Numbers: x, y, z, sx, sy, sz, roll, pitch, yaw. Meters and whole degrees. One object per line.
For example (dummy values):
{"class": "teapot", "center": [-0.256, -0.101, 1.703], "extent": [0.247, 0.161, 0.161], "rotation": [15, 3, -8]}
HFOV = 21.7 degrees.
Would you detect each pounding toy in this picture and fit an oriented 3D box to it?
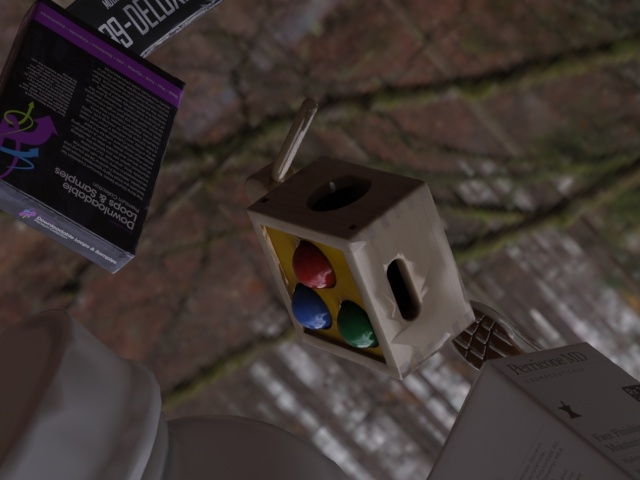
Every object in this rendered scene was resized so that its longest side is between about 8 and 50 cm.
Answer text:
{"class": "pounding toy", "center": [-0.007, -0.009, 1.277], "extent": [0.094, 0.181, 0.206], "rotation": [-37, -149, -26]}

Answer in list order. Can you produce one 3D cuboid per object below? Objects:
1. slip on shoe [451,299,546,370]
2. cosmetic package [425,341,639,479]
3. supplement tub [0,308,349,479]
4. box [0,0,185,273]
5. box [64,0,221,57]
{"class": "slip on shoe", "center": [0.163, 0.094, 1.466], "extent": [0.051, 0.135, 0.041], "rotation": [-50, -165, 23]}
{"class": "cosmetic package", "center": [0.205, 0.197, 1.323], "extent": [0.151, 0.184, 0.151], "rotation": [-5, 126, -49]}
{"class": "supplement tub", "center": [-0.021, 0.193, 0.463], "extent": [0.228, 0.316, 0.228], "rotation": [-42, -165, 14]}
{"class": "box", "center": [-0.156, -0.070, 1.068], "extent": [0.029, 0.116, 0.162], "rotation": [-40, -152, 40]}
{"class": "box", "center": [-0.077, -0.252, 1.397], "extent": [0.307, 0.076, 0.242], "rotation": [-28, -167, 45]}
